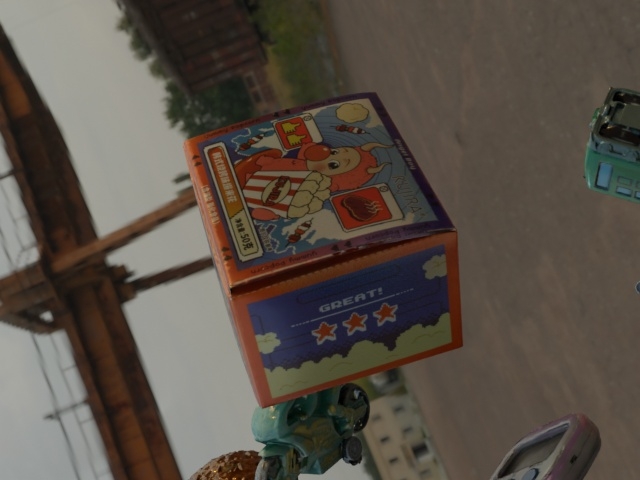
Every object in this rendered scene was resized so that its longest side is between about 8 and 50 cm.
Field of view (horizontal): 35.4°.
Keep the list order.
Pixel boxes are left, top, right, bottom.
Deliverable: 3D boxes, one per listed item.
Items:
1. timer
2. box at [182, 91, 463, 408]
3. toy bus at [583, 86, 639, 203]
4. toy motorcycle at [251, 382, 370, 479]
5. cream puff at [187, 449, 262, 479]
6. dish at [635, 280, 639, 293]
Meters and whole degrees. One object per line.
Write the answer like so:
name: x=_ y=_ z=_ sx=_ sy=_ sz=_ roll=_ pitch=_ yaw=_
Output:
timer: x=0.340 y=0.361 z=1.556 sx=0.069 sy=0.191 sz=0.208 roll=43 pitch=144 yaw=0
box: x=0.000 y=0.000 z=1.459 sx=0.348 sy=0.319 sz=0.257 roll=-111 pitch=9 yaw=-46
toy bus: x=0.714 y=-0.163 z=2.043 sx=0.183 sy=0.343 sz=0.199 roll=-58 pitch=-23 yaw=-33
toy motorcycle: x=-0.022 y=0.270 z=1.551 sx=0.296 sy=0.109 sz=0.198 roll=-26 pitch=-75 yaw=-52
cream puff: x=-0.144 y=0.485 z=1.634 sx=0.303 sy=0.212 sz=0.303 roll=13 pitch=-90 yaw=-74
dish: x=0.661 y=0.040 z=1.713 sx=0.228 sy=0.236 sz=0.086 roll=43 pitch=-168 yaw=27
